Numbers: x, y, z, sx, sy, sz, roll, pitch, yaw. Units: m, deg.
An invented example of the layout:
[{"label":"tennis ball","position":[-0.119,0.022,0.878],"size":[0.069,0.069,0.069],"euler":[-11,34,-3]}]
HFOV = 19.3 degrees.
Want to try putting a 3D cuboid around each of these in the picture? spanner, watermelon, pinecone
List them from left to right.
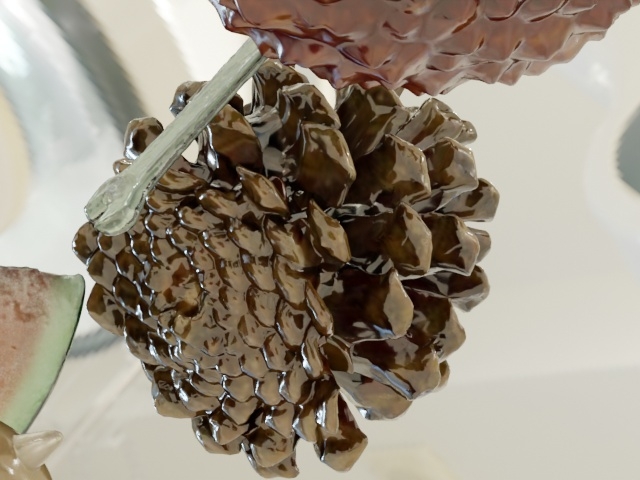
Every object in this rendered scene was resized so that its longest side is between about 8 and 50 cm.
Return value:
[{"label":"watermelon","position":[-0.380,0.116,1.597],"size":[0.293,0.283,0.250],"euler":[27,-27,-1]},{"label":"spanner","position":[-0.076,-0.120,1.455],"size":[0.017,0.302,0.071],"euler":[49,-14,-34]},{"label":"pinecone","position":[0.000,0.000,1.663],"size":[0.384,0.384,0.384],"euler":[37,-16,12]}]

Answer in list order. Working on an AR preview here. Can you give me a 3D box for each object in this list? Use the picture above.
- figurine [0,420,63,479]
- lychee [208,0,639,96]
[{"label":"figurine","position":[-0.284,0.178,1.230],"size":[0.247,0.173,0.177],"euler":[-8,-59,25]},{"label":"lychee","position":[0.075,-0.300,1.247],"size":[0.424,0.424,0.500],"euler":[48,-1,-24]}]
